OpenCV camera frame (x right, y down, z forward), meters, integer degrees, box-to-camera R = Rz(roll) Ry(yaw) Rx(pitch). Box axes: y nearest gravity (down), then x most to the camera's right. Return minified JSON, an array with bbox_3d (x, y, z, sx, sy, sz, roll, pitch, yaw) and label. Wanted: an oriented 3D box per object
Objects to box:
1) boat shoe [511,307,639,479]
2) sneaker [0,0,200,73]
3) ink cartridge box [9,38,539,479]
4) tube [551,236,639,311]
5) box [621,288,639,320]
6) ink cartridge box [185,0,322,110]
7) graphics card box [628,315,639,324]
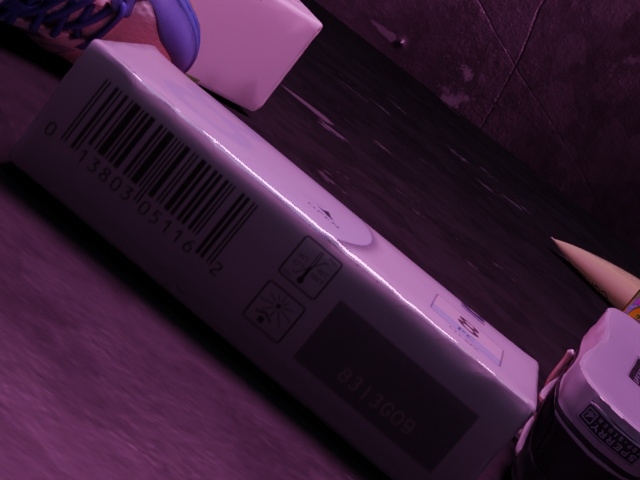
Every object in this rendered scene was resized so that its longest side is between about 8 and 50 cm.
[{"bbox_3d":[0.201,0.130,1.109,0.113,0.105,0.306,44,17,6],"label":"boat shoe"},{"bbox_3d":[-0.213,-0.180,1.102,0.296,0.112,0.131,32,30,-25],"label":"sneaker"},{"bbox_3d":[0.000,0.000,1.020,0.308,0.091,0.385,39,11,3],"label":"ink cartridge box"},{"bbox_3d":[0.428,0.067,2.301,0.240,0.062,0.070,43,-33,50],"label":"tube"},{"bbox_3d":[0.545,0.081,1.898,0.279,0.290,0.177,41,23,9],"label":"box"},{"bbox_3d":[-0.157,-0.269,1.539,0.198,0.115,0.273,23,21,-49],"label":"ink cartridge box"},{"bbox_3d":[0.369,0.194,1.310,0.233,0.094,0.371,20,14,-13],"label":"graphics card box"}]
